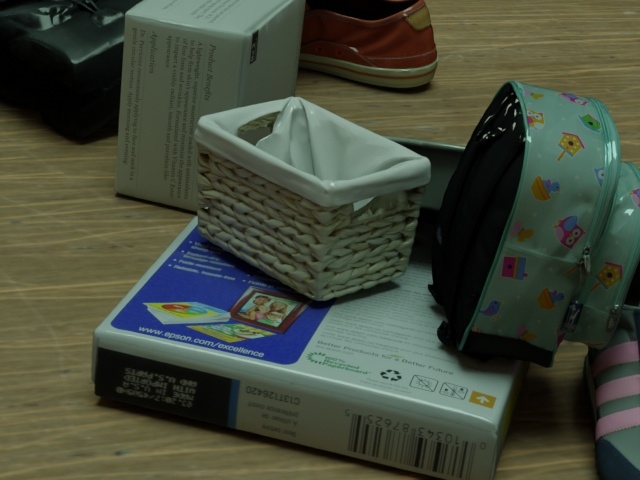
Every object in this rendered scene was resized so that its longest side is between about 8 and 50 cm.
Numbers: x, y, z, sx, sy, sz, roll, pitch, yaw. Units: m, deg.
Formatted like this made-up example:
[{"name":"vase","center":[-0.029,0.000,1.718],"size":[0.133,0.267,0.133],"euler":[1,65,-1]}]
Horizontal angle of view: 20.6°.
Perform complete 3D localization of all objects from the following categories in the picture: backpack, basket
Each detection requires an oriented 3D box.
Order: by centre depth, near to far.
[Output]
[{"name":"backpack","center":[0.163,-0.018,1.297],"size":[0.144,0.188,0.166],"euler":[6,25,-4]},{"name":"basket","center":[-0.011,-0.034,1.389],"size":[0.113,0.103,0.167],"euler":[-16,32,-39]}]

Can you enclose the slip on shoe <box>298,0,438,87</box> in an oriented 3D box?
[{"name":"slip on shoe","center":[-0.024,-0.254,1.996],"size":[0.331,0.101,0.123],"euler":[13,29,19]}]

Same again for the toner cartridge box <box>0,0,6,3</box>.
[{"name":"toner cartridge box","center":[-0.486,-0.321,2.057],"size":[0.348,0.075,0.165],"euler":[-6,26,-24]}]

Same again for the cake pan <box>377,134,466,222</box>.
[{"name":"cake pan","center":[0.132,-0.041,1.515],"size":[0.293,0.054,0.293],"euler":[10,-1,0]}]

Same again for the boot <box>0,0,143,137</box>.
[{"name":"boot","center":[-0.201,-0.289,1.918],"size":[0.445,0.146,0.367],"euler":[-39,34,-27]}]

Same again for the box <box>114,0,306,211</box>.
[{"name":"box","center":[-0.101,-0.143,1.651],"size":[0.119,0.181,0.182],"euler":[14,26,14]}]

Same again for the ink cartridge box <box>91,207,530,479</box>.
[{"name":"ink cartridge box","center":[0.015,0.063,1.386],"size":[0.303,0.072,0.307],"euler":[11,23,12]}]

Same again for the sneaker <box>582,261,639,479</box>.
[{"name":"sneaker","center":[0.254,0.101,1.281],"size":[0.112,0.131,0.319],"euler":[4,26,-7]}]
